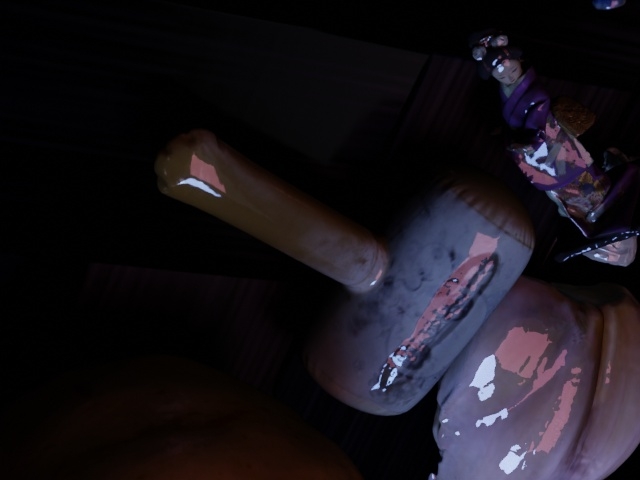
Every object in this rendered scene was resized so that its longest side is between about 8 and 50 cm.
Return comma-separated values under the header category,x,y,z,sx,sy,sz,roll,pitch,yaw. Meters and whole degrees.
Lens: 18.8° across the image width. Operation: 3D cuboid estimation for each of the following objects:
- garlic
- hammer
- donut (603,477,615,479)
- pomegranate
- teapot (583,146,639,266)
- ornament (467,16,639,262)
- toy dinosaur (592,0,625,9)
category,x,y,z,sx,sy,sz,roll,pitch,yaw
garlic,0.185,0.139,1.573,0.217,0.110,0.228,3,122,-38
hammer,0.000,0.000,1.357,0.305,0.113,0.202,27,105,-37
donut,0.211,0.318,1.720,0.253,0.118,0.253,-19,131,-22
pomegranate,-0.131,0.235,1.314,0.342,0.342,0.342,-17,131,-20
teapot,0.235,-0.027,1.507,0.067,0.057,0.083,18,111,2
ornament,0.160,-0.074,1.398,0.088,0.081,0.203,-21,133,28
toy dinosaur,0.233,-0.267,1.315,0.247,0.075,0.188,-18,124,-11
